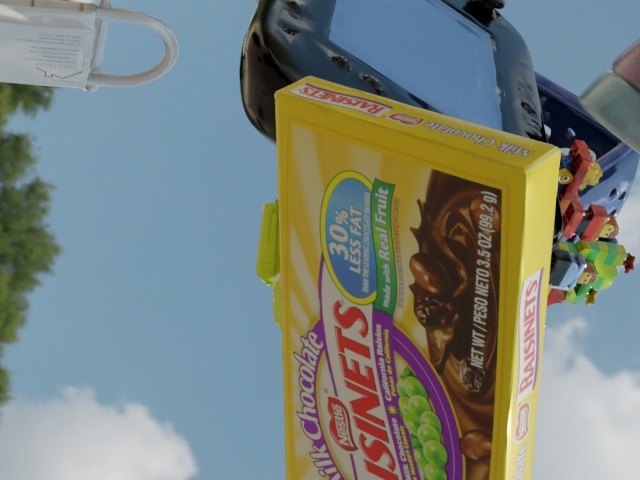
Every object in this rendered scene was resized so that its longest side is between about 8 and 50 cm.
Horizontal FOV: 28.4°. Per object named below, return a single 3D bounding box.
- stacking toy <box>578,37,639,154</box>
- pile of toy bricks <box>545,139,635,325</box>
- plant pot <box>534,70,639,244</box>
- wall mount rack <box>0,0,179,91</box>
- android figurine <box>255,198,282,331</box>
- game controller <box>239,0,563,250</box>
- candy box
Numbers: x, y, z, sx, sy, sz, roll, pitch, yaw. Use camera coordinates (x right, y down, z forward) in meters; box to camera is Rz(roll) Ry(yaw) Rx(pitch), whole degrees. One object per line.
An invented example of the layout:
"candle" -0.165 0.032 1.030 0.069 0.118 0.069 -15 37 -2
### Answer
"stacking toy" 0.287 -0.008 0.737 0.130 0.309 0.279 -54 -179 14
"pile of toy bricks" 0.242 0.019 1.196 0.118 0.105 0.212 -96 -160 -48
"plant pot" 0.223 -0.046 1.537 0.236 0.212 0.236 -32 -132 -20
"wall mount rack" -0.328 -0.214 1.295 0.304 0.350 0.130 116 -27 -55
"android figurine" 0.000 0.000 1.378 0.248 0.056 0.272 -10 -107 62
"game controller" 0.044 -0.095 0.657 0.067 0.166 0.319 -44 -164 23
"candy box" 0.030 0.049 0.469 0.105 0.027 0.205 22 -54 36
